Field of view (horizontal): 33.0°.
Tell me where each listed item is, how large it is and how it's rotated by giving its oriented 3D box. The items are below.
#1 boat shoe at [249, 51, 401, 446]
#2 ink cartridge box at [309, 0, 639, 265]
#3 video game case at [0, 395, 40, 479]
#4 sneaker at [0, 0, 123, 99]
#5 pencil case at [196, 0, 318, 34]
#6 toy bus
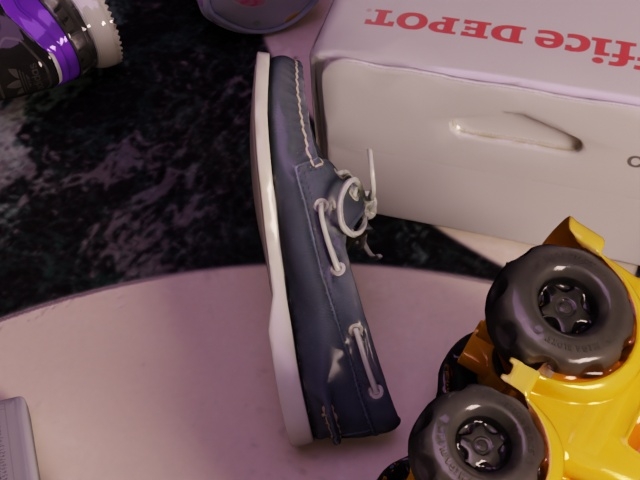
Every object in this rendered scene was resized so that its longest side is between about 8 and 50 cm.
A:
[{"bbox_3d":[0.000,0.000,0.685,0.079,0.095,0.254,-8,75,0],"label":"boat shoe"},{"bbox_3d":[0.176,-0.187,0.825,0.279,0.160,0.384,11,52,13],"label":"ink cartridge box"},{"bbox_3d":[-0.251,0.185,0.586,0.207,0.026,0.227,-14,33,-13],"label":"video game case"},{"bbox_3d":[-0.306,-0.217,0.914,0.146,0.102,0.293,-35,58,-21],"label":"sneaker"},{"bbox_3d":[-0.083,-0.304,0.964,0.124,0.113,0.273,-21,53,-2],"label":"pencil case"},{"bbox_3d":[0.152,0.133,0.599,0.211,0.149,0.220,32,60,7],"label":"toy bus"}]
